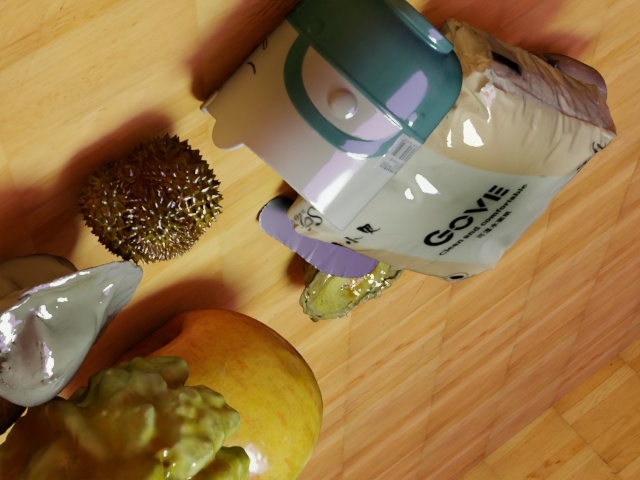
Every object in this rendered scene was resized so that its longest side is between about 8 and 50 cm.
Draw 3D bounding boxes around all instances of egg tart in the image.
[{"bbox_3d":[0.043,0.033,2.224,0.212,0.090,0.212,-34,153,-20],"label":"egg tart"}]

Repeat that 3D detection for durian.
[{"bbox_3d":[-0.188,-0.043,1.678,0.158,0.137,0.168,-22,148,3],"label":"durian"}]

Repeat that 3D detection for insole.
[{"bbox_3d":[0.000,0.000,2.079,0.232,0.003,0.080,27,98,-39],"label":"insole"}]

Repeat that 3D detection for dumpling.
[{"bbox_3d":[-0.319,0.077,1.656,0.204,0.163,0.293,-61,165,1],"label":"dumpling"}]

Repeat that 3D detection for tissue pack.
[{"bbox_3d":[0.188,-0.110,2.038,0.390,0.195,0.375,14,129,-42],"label":"tissue pack"}]

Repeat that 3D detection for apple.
[{"bbox_3d":[-0.156,0.229,2.018,0.299,0.299,0.275,-41,114,-4],"label":"apple"}]

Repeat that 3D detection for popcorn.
[{"bbox_3d":[-0.246,0.292,1.757,0.335,0.279,0.274,-45,-175,27],"label":"popcorn"}]

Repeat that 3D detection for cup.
[{"bbox_3d":[0.023,-0.172,1.718,0.257,0.219,0.289,-47,-173,8],"label":"cup"}]

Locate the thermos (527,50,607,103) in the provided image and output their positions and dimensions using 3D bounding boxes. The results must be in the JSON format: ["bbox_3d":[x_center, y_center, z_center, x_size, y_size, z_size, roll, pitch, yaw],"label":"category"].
[{"bbox_3d":[0.338,-0.230,2.245,0.137,0.105,0.193,-19,165,29],"label":"thermos"}]

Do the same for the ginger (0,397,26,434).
[{"bbox_3d":[-0.465,0.209,1.735,0.294,0.086,0.131,-8,159,-46],"label":"ginger"}]
